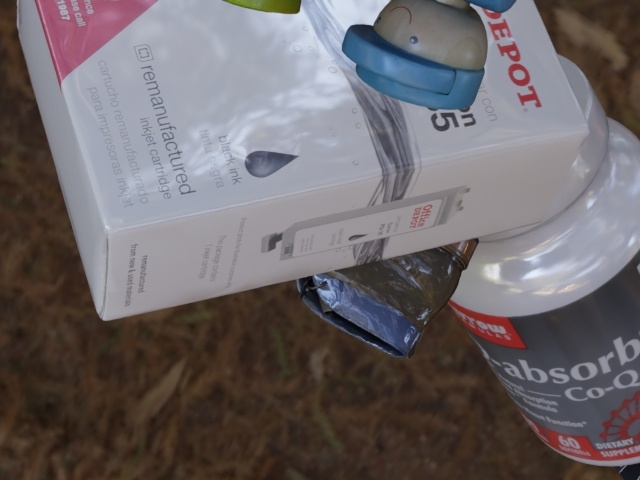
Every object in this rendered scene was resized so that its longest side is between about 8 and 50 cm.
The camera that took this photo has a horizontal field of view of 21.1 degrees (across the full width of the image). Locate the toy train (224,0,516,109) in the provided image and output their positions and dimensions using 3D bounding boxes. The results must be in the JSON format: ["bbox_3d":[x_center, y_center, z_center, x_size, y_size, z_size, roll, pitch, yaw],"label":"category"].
[{"bbox_3d":[-0.020,-0.161,0.714,0.248,0.143,0.105,23,19,12],"label":"toy train"}]

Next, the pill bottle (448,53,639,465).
[{"bbox_3d":[0.210,0.018,1.473,0.210,0.363,0.210,-19,44,19],"label":"pill bottle"}]

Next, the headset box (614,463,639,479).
[{"bbox_3d":[0.361,0.212,1.653,0.218,0.110,0.293,40,10,-33],"label":"headset box"}]

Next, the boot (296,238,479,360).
[{"bbox_3d":[0.000,0.000,1.241,0.219,0.082,0.106,25,76,-7],"label":"boot"}]

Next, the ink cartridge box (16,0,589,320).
[{"bbox_3d":[-0.016,-0.094,0.999,0.283,0.117,0.207,-13,66,-16],"label":"ink cartridge box"}]
